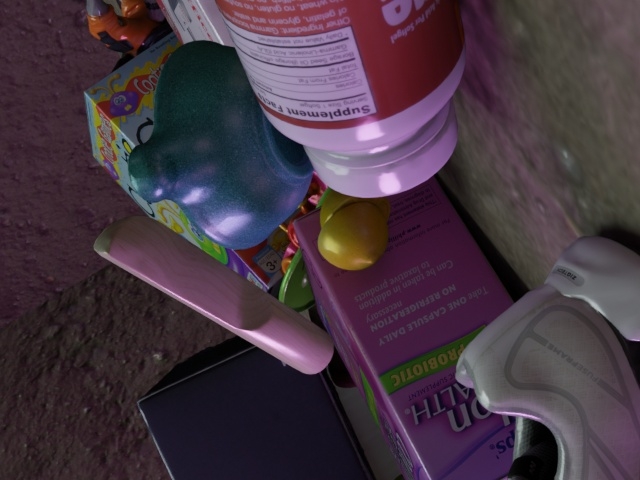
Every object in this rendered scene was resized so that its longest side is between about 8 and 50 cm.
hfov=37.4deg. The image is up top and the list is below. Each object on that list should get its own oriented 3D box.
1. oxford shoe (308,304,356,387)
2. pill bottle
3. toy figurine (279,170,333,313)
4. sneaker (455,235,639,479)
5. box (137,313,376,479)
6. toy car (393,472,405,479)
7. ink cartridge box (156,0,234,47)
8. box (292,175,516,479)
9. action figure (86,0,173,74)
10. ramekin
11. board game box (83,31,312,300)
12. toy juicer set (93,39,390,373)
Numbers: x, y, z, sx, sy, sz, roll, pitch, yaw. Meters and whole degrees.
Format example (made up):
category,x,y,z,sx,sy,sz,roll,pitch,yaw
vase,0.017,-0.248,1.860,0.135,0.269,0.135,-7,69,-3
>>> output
category,x,y,z,sx,sy,sz,roll,pitch,yaw
oxford shoe,0.034,0.075,1.078,0.130,0.123,0.348,62,171,-8
pill bottle,0.010,-0.127,0.496,0.121,0.121,0.216,51,170,42
toy figurine,-0.047,-0.044,0.849,0.159,0.130,0.173,37,145,19
sneaker,0.172,0.143,0.527,0.292,0.118,0.110,60,170,-16
box,-0.043,0.247,1.022,0.294,0.183,0.296,141,104,-87
toy car,0.165,0.304,1.246,0.188,0.149,0.155,-88,-16,-47
ink cartridge box,-0.065,-0.185,0.832,0.158,0.092,0.218,60,170,-13
box,0.090,0.099,0.767,0.243,0.117,0.213,61,173,24
action figure,-0.251,-0.264,1.388,0.341,0.179,0.330,-92,-23,-50
ramekin,0.084,0.281,1.440,0.277,0.135,0.277,58,174,10
board game box,-0.103,-0.067,1.002,0.275,0.144,0.142,45,158,10
toy juicer set,-0.037,-0.035,0.616,0.209,0.090,0.329,57,-144,-33
